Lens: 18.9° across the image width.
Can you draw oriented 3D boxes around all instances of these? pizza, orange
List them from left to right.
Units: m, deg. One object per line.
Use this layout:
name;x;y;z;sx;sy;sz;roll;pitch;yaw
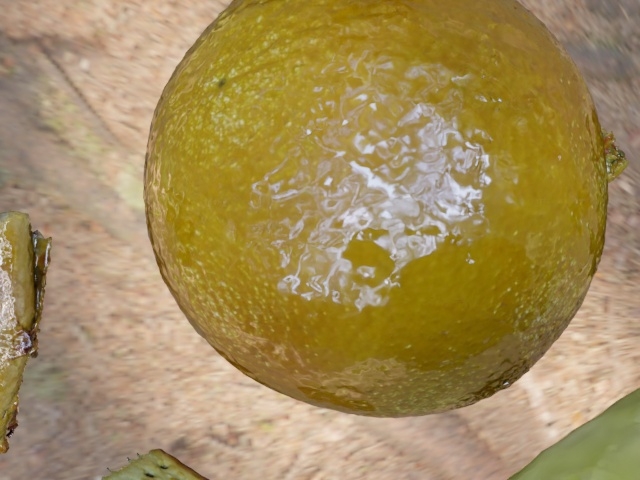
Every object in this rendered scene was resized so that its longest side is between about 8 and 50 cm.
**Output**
pizza;-0.267;0.088;1.534;0.085;0.305;0.161;0;43;-21
orange;0.035;-0.029;1.102;0.274;0.274;0.274;-1;88;14
pizza;0.239;-0.079;1.731;0.083;0.025;0.078;-22;112;-15

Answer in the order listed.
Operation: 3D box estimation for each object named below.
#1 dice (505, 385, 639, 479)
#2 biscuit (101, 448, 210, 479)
dice;0.172;0.211;0.936;0.233;0.227;0.238;-45;75;29
biscuit;-0.164;0.255;1.680;0.139;0.231;0.016;30;121;22
